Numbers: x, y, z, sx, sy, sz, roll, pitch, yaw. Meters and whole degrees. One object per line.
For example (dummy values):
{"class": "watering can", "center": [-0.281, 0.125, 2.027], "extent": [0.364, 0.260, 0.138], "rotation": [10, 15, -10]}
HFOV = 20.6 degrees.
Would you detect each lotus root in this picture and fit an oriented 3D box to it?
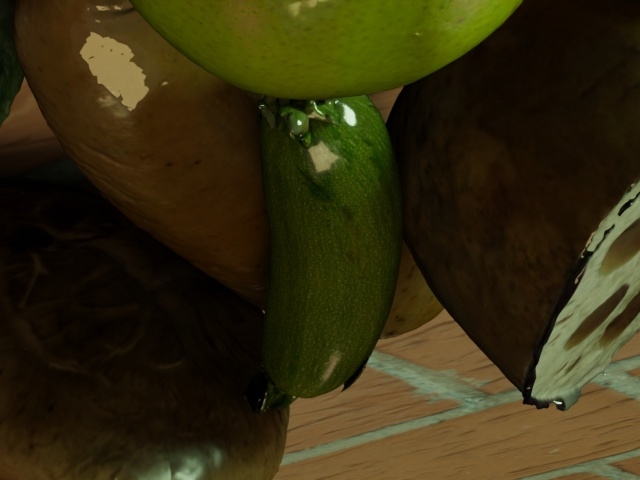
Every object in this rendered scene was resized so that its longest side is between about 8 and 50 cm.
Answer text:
{"class": "lotus root", "center": [0.145, -0.058, 0.937], "extent": [0.272, 0.192, 0.272], "rotation": [-31, 151, -19]}

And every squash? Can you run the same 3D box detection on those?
{"class": "squash", "center": [0.003, 0.001, 0.917], "extent": [0.080, 0.071, 0.318], "rotation": [3, 146, -2]}

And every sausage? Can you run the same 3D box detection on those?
{"class": "sausage", "center": [-0.040, -0.040, 1.003], "extent": [0.136, 0.123, 0.501], "rotation": [-17, 157, 17]}

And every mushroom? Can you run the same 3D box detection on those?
{"class": "mushroom", "center": [-0.140, 0.068, 1.081], "extent": [0.278, 0.278, 0.146], "rotation": [8, 131, -37]}

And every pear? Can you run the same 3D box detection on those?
{"class": "pear", "center": [0.002, -0.147, 0.652], "extent": [0.188, 0.187, 0.219], "rotation": [-5, 160, -8]}

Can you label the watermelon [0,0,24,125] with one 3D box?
{"class": "watermelon", "center": [-0.287, -0.048, 0.820], "extent": [0.310, 0.232, 0.193], "rotation": [-51, 158, -10]}
